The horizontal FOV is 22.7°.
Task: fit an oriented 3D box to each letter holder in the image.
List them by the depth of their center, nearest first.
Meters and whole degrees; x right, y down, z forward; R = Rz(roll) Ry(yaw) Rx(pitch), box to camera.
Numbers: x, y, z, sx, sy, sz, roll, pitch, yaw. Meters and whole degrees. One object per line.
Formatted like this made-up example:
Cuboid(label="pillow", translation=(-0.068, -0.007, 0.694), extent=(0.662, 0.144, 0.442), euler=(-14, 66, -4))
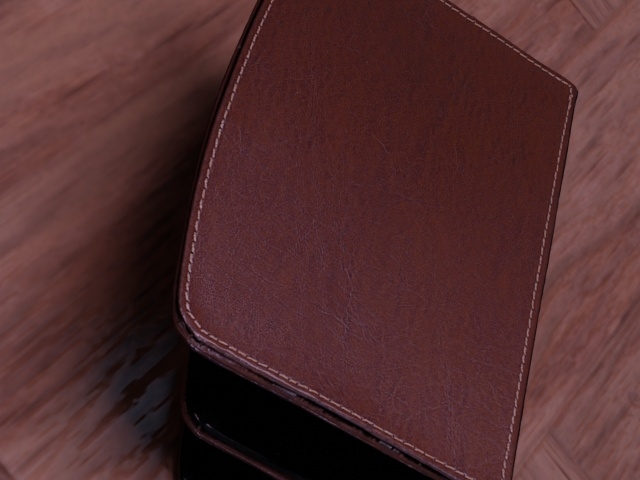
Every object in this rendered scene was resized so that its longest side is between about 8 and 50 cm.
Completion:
Cuboid(label="letter holder", translation=(0.000, 0.000, 0.899), extent=(0.214, 0.152, 0.302), euler=(31, 50, -20))
